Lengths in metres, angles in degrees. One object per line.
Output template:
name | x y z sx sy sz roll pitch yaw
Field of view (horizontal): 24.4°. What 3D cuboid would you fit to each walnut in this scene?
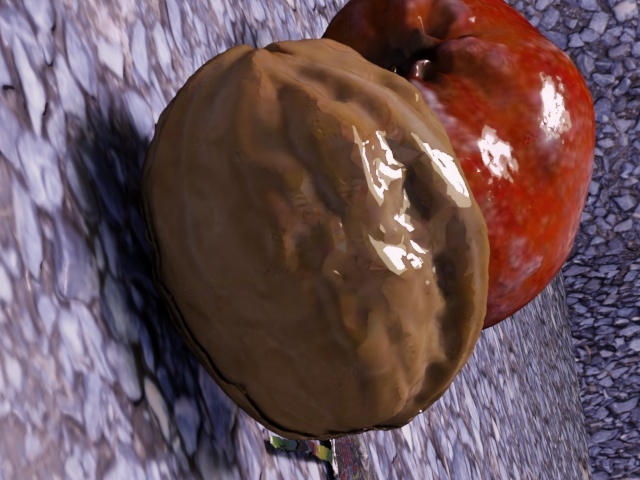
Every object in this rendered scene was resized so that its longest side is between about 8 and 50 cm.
walnut | 0.000 0.000 0.843 0.198 0.198 0.245 -66 135 -70

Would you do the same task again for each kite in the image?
kite | 0.008 0.157 1.071 0.285 0.015 0.152 25 50 -73

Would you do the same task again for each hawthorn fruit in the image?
hawthorn fruit | 0.086 -0.066 1.175 0.284 0.284 0.284 -16 90 -77
